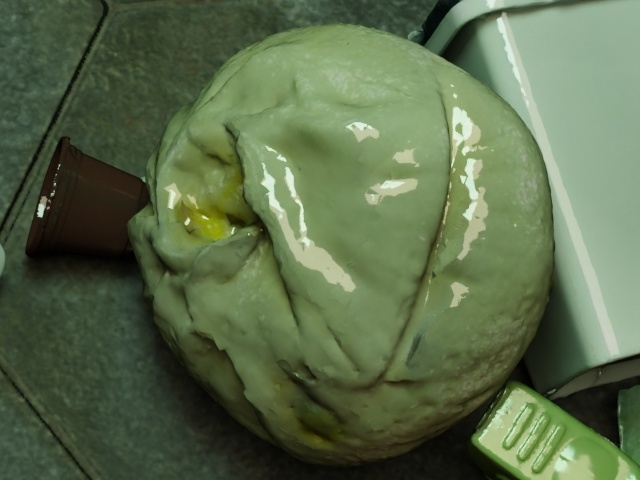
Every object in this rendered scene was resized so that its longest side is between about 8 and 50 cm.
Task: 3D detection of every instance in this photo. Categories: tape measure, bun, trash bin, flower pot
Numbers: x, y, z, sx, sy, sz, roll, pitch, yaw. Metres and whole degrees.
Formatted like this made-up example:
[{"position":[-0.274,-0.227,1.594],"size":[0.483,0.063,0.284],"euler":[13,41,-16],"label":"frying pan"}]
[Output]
[{"position":[0.204,0.197,1.487],"size":[0.177,0.154,0.087],"euler":[36,74,6],"label":"tape measure"},{"position":[0.000,0.000,1.433],"size":[0.219,0.365,0.365],"euler":[-3,60,-56],"label":"bun"},{"position":[0.260,-0.068,1.564],"size":[0.296,0.256,0.368],"euler":[-11,77,-16],"label":"trash bin"},{"position":[-0.197,-0.026,1.563],"size":[0.089,0.111,0.111],"euler":[17,67,-13],"label":"flower pot"}]

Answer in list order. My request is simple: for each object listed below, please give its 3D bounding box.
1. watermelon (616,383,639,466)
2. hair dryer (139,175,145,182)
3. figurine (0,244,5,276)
[{"position":[0.416,0.205,1.495],"size":[0.151,0.302,0.264],"euler":[3,64,-48],"label":"watermelon"},{"position":[-0.131,-0.063,1.621],"size":[0.124,0.038,0.063],"euler":[-21,70,-7],"label":"hair dryer"},{"position":[-0.348,-0.002,1.522],"size":[0.147,0.126,0.192],"euler":[-17,87,-23],"label":"figurine"}]
